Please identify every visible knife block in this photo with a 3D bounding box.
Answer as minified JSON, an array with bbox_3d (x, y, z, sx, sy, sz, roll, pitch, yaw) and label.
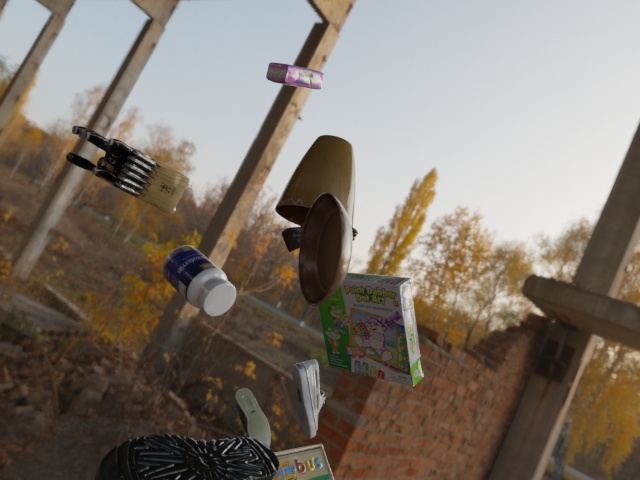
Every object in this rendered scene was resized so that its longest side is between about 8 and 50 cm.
[{"bbox_3d":[-0.407,-0.151,1.130,0.242,0.088,0.275,30,-3,-22],"label":"knife block"}]

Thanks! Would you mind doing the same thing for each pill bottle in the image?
[{"bbox_3d":[-0.412,0.137,1.828,0.264,0.153,0.153,33,-1,37],"label":"pill bottle"}]

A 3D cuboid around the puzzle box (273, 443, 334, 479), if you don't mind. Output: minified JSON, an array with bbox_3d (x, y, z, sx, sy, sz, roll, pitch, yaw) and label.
[{"bbox_3d":[-0.105,0.829,1.756,0.408,0.052,0.272,10,48,-45],"label":"puzzle box"}]

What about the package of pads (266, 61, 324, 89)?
[{"bbox_3d":[-0.041,-0.264,0.861,0.083,0.032,0.050,-7,25,-45],"label":"package of pads"}]

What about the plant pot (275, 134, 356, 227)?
[{"bbox_3d":[0.012,-0.176,1.615,0.237,0.254,0.237,15,-15,4],"label":"plant pot"}]

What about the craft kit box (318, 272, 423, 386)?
[{"bbox_3d":[0.110,0.199,1.261,0.249,0.247,0.061,1,15,40],"label":"craft kit box"}]

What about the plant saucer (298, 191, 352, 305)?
[{"bbox_3d":[0.011,0.017,0.940,0.036,0.199,0.198,9,0,-21],"label":"plant saucer"}]

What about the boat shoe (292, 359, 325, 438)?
[{"bbox_3d":[-0.025,0.493,1.666,0.084,0.258,0.095,-14,22,-25],"label":"boat shoe"}]

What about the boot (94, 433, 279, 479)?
[{"bbox_3d":[-0.248,0.479,0.918,0.348,0.260,0.131,20,14,-41],"label":"boot"}]

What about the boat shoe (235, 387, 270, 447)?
[{"bbox_3d":[-0.244,0.649,1.929,0.233,0.084,0.079,61,-35,25],"label":"boat shoe"}]

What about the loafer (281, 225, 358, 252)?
[{"bbox_3d":[0.000,0.000,1.523,0.219,0.078,0.080,-3,-6,-8],"label":"loafer"}]
